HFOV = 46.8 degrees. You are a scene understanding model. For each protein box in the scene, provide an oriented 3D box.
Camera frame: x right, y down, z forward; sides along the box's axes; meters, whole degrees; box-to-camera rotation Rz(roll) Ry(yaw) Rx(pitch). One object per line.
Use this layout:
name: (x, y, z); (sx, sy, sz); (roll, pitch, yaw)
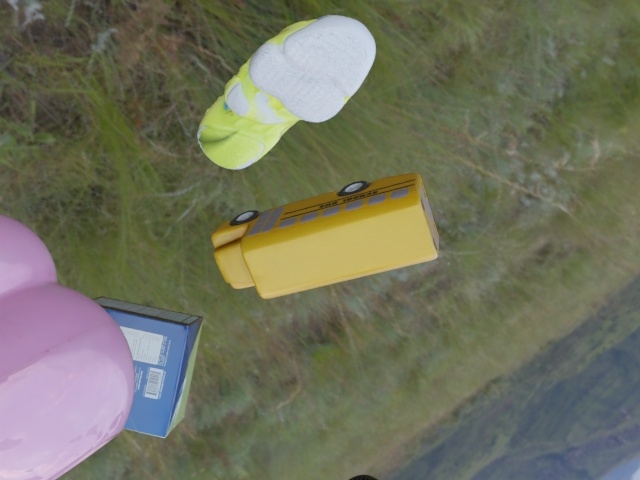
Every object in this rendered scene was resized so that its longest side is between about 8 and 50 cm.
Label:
protein box: (-0.337, 0.219, 1.318); (0.136, 0.201, 0.199); (-5, 106, -87)

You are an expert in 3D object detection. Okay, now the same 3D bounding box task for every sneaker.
sneaker: (-0.029, -0.165, 0.730); (0.240, 0.091, 0.126); (-25, -153, 42)

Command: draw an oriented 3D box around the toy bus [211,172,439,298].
toy bus: (0.000, 0.000, 1.087); (0.333, 0.108, 0.130); (-14, -158, 16)

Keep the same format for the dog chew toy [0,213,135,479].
dog chew toy: (-0.318, 0.067, 0.670); (0.207, 0.331, 0.206); (-35, 175, -3)

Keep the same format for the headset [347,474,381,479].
headset: (0.049, 0.466, 1.039); (0.243, 0.185, 0.394); (-64, -163, -10)
